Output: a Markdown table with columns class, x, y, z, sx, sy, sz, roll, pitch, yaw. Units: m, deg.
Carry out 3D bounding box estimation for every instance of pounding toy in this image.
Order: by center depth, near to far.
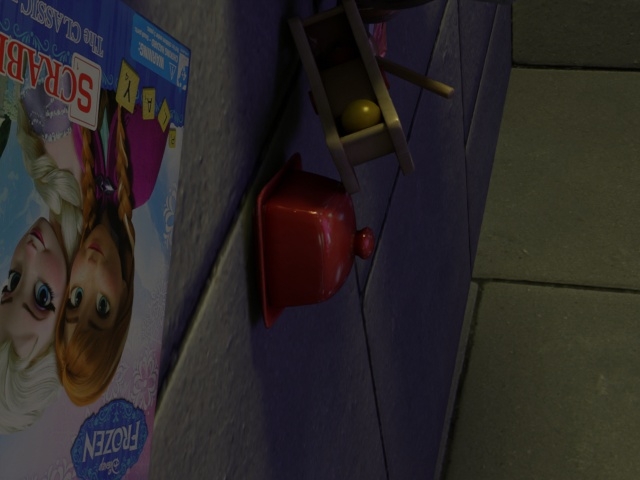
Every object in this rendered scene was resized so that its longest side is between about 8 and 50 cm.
| class | x | y | z | sx | sy | sz | roll | pitch | yaw |
| --- | --- | --- | --- | --- | --- | --- | --- | --- | --- |
| pounding toy | 0.061 | -0.185 | 1.187 | 0.270 | 0.154 | 0.154 | -103 | 172 | -50 |

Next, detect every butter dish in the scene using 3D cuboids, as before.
| class | x | y | z | sx | sy | sz | roll | pitch | yaw |
| --- | --- | --- | --- | --- | --- | --- | --- | --- | --- |
| butter dish | 0.000 | 0.000 | 1.173 | 0.160 | 0.118 | 0.160 | -57 | 148 | -63 |

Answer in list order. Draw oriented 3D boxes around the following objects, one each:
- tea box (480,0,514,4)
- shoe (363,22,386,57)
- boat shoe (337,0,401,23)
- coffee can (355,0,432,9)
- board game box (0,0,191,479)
| class | x | y | z | sx | sy | sz | roll | pitch | yaw |
| --- | --- | --- | --- | --- | --- | --- | --- | --- | --- |
| tea box | 0.233 | -0.549 | 1.513 | 0.329 | 0.219 | 0.324 | 139 | -41 | -78 |
| shoe | 0.059 | -0.301 | 1.431 | 0.081 | 0.063 | 0.178 | 33 | 68 | -75 |
| boat shoe | 0.058 | -0.418 | 1.310 | 0.116 | 0.123 | 0.325 | 43 | 45 | -63 |
| coffee can | 0.054 | -0.381 | 1.089 | 0.275 | 0.201 | 0.202 | 39 | 57 | -69 |
| board game box | -0.173 | 0.002 | 0.621 | 0.318 | 0.065 | 0.318 | 18 | 77 | -75 |
